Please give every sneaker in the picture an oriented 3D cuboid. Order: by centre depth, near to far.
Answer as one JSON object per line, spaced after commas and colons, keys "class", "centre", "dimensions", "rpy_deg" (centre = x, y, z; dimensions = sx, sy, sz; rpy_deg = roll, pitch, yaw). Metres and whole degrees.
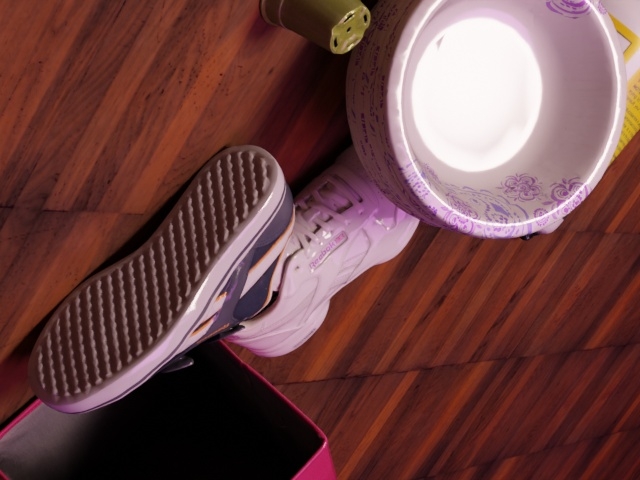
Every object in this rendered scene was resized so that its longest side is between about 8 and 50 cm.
{"class": "sneaker", "centre": [-0.138, 0.060, 1.561], "dimensions": [0.321, 0.126, 0.127], "rpy_deg": [-45, 148, -11]}
{"class": "sneaker", "centre": [0.000, 0.000, 1.704], "dimensions": [0.305, 0.114, 0.152], "rpy_deg": [-52, 155, 7]}

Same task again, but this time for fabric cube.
{"class": "fabric cube", "centre": [-0.149, 0.263, 1.668], "dimensions": [0.254, 0.259, 0.258], "rpy_deg": [-42, 153, -17]}

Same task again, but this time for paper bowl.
{"class": "paper bowl", "centre": [0.157, -0.150, 1.624], "dimensions": [0.284, 0.148, 0.284], "rpy_deg": [-5, 102, -25]}

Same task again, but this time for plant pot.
{"class": "plant pot", "centre": [0.001, -0.211, 1.462], "dimensions": [0.083, 0.079, 0.083], "rpy_deg": [-36, 152, -23]}

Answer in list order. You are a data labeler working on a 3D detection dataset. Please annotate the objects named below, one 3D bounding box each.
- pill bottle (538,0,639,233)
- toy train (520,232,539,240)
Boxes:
{"class": "pill bottle", "centre": [0.293, -0.187, 1.818], "dimensions": [0.334, 0.188, 0.188], "rpy_deg": [-50, 154, 4]}
{"class": "toy train", "centre": [0.274, -0.037, 2.178], "dimensions": [0.036, 0.027, 0.158], "rpy_deg": [-36, 154, -2]}
